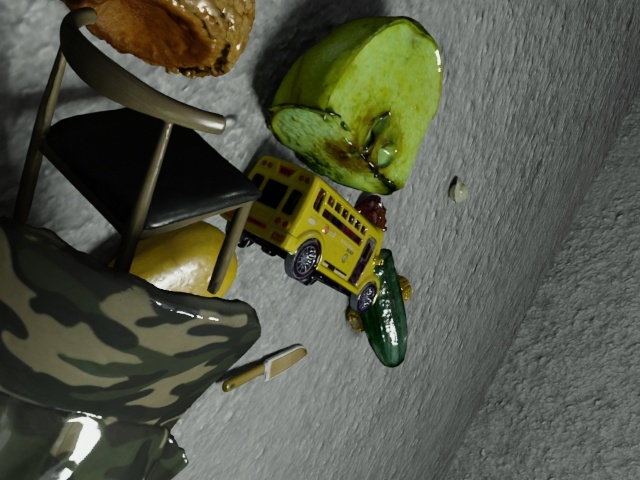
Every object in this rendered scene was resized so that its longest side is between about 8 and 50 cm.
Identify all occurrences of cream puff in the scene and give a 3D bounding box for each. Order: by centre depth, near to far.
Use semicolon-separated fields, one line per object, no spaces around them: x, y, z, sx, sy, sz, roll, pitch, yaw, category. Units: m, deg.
-0.137;-0.268;0.561;0.183;0.184;0.168;39;65;-58;cream puff

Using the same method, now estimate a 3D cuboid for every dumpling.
0.337;-0.124;1.465;0.077;0.043;0.059;-25;110;-42;dumpling

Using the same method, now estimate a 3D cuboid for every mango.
-0.195;0.044;0.757;0.195;0.098;0.137;-15;127;-42;mango

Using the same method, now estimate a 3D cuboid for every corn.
0.136;0.137;1.332;0.207;0.068;0.068;-32;136;-42;corn

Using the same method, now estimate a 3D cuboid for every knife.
-0.096;0.235;1.104;0.256;0.022;0.046;-13;114;-57;knife

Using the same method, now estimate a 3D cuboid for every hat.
-0.232;0.172;0.506;0.366;0.382;0.257;22;59;-30;hat

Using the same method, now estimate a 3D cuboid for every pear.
0.055;-0.229;0.869;0.238;0.164;0.255;34;78;-48;pear

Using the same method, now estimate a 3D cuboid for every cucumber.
0.141;0.147;1.252;0.115;0.063;0.243;-22;102;-39;cucumber

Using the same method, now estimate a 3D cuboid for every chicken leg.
0.086;0.012;1.164;0.093;0.053;0.205;9;105;-43;chicken leg

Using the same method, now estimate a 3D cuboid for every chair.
-0.168;-0.066;0.576;0.166;0.188;0.272;-24;149;-47;chair

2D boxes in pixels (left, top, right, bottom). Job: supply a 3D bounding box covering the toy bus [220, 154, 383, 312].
0.000;0.000;0.958;0.151;0.145;0.331;-62;148;-5;toy bus
